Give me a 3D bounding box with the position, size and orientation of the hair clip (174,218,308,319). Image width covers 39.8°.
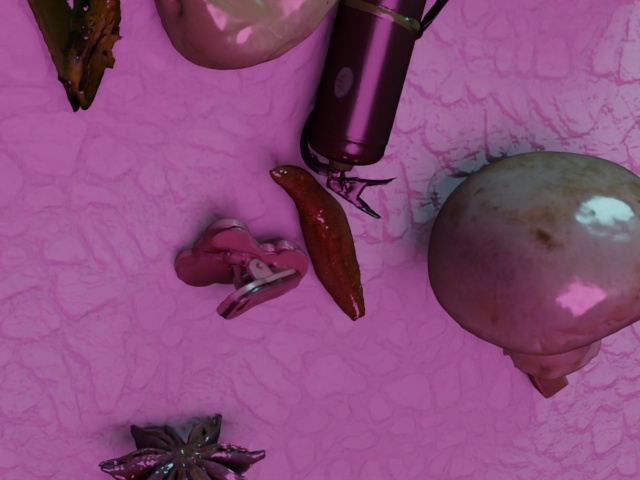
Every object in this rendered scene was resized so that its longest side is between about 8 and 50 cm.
[{"bbox_3d":[-0.089,0.027,1.071,0.138,0.102,0.123,-22,164,-44],"label":"hair clip"}]

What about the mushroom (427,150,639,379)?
[{"bbox_3d":[0.281,0.047,1.077,0.297,0.297,0.290,-18,121,-11],"label":"mushroom"}]

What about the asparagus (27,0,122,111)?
[{"bbox_3d":[-0.261,-0.316,0.866,0.128,0.108,0.382,-23,118,-10],"label":"asparagus"}]

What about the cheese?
[{"bbox_3d":[-0.081,-0.283,0.924,0.235,0.117,0.218,11,105,-27],"label":"cheese"}]

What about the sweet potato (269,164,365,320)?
[{"bbox_3d":[0.003,-0.009,1.090,0.078,0.058,0.255,-61,138,-39],"label":"sweet potato"}]

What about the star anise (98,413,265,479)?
[{"bbox_3d":[-0.172,0.282,1.101,0.182,0.195,0.065,19,125,16],"label":"star anise"}]

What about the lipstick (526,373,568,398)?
[{"bbox_3d":[0.304,0.158,1.266,0.045,0.045,0.145,-35,118,-4],"label":"lipstick"}]

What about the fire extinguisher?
[{"bbox_3d":[0.066,-0.199,1.007,0.141,0.105,0.341,16,104,8],"label":"fire extinguisher"}]
